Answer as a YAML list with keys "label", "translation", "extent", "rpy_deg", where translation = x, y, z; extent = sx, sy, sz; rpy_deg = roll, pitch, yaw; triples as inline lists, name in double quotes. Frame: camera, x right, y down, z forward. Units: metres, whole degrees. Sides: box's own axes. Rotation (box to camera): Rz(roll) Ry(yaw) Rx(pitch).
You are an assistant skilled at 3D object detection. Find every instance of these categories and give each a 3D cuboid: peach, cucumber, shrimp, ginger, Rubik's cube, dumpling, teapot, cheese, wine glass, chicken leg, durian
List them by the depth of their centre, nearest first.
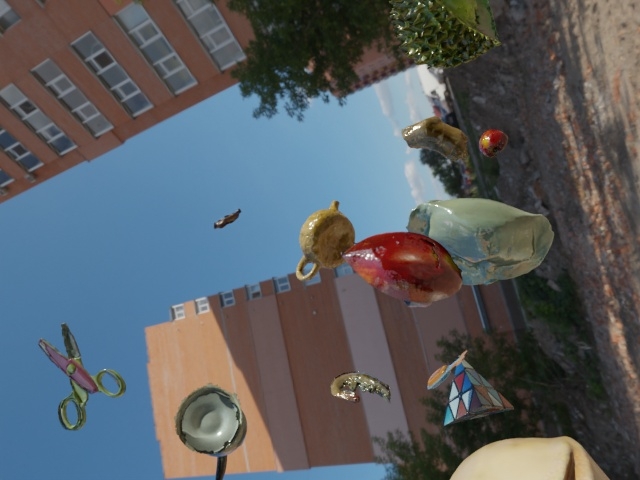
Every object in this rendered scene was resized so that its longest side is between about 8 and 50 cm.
- label: "cheese"
  translation: [0.219, 0.228, 0.709]
  extent: [0.017, 0.111, 0.047]
  rpy_deg: [40, -143, 11]
- label: "durian"
  translation: [0.224, -0.468, 0.777]
  extent: [0.158, 0.169, 0.351]
  rpy_deg: [96, 170, -69]
- label: "peach"
  translation: [0.186, 0.038, 0.917]
  extent: [0.068, 0.280, 0.188]
  rpy_deg: [95, -174, -49]
- label: "chicken leg"
  translation: [-0.207, -0.050, 0.926]
  extent: [0.083, 0.036, 0.021]
  rpy_deg: [-39, -71, -32]
- label: "wine glass"
  translation: [-0.245, 0.444, 0.981]
  extent: [0.321, 0.144, 0.143]
  rpy_deg: [98, 170, -60]
- label: "peach"
  translation: [0.453, -0.264, 1.082]
  extent: [0.050, 0.077, 0.083]
  rpy_deg: [30, -139, -12]
- label: "ginger"
  translation: [0.308, -0.271, 1.085]
  extent: [0.095, 0.190, 0.069]
  rpy_deg: [-60, -18, -3]
- label: "dumpling"
  translation: [0.440, -0.020, 1.124]
  extent: [0.211, 0.321, 0.270]
  rpy_deg: [-50, -45, -18]
- label: "cucumber"
  translation: [-0.327, 0.744, 1.348]
  extent: [0.033, 0.034, 0.134]
  rpy_deg: [66, -163, -62]
- label: "teapot"
  translation: [0.000, 0.000, 1.412]
  extent: [0.203, 0.167, 0.311]
  rpy_deg: [34, -101, -37]
- label: "shrimp"
  translation: [0.134, 0.519, 1.430]
  extent: [0.174, 0.253, 0.058]
  rpy_deg: [-12, -81, -29]
- label: "Rubik's cube"
  translation: [0.618, 0.566, 1.614]
  extent: [0.284, 0.251, 0.234]
  rpy_deg: [104, 160, -52]

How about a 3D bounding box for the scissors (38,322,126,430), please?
- label: "scissors"
  translation: [-0.460, 0.245, 0.762]
  extent: [0.187, 0.134, 0.020]
  rpy_deg: [51, 175, 12]

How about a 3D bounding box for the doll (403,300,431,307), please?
- label: "doll"
  translation: [0.344, 0.144, 1.434]
  extent: [0.149, 0.095, 0.191]
  rpy_deg: [-166, 96, -75]

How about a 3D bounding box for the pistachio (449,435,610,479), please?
- label: "pistachio"
  translation: [0.219, 0.349, 0.417]
  extent: [0.309, 0.230, 0.229]
  rpy_deg: [-37, -70, -45]
